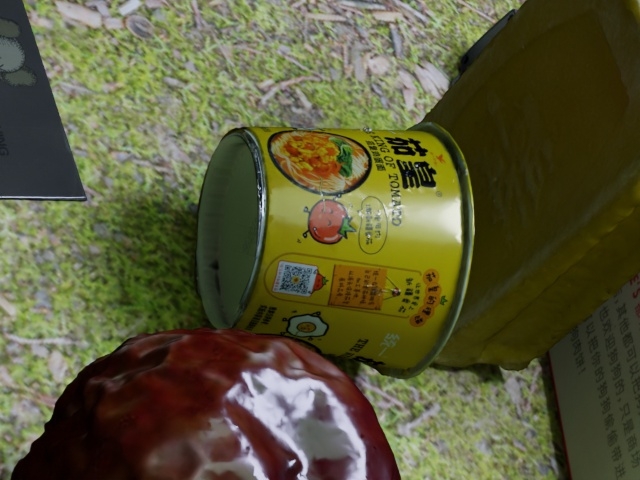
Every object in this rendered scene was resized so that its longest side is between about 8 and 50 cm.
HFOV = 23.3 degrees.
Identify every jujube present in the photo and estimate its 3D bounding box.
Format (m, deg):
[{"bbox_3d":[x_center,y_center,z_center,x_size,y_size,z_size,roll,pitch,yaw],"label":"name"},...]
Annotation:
[{"bbox_3d":[-0.072,0.149,0.832,0.213,0.232,0.213,20,50,-25],"label":"jujube"}]

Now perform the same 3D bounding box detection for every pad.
[{"bbox_3d":[-0.242,-0.107,1.071,0.127,0.004,0.190,-1,59,-38],"label":"pad"}]

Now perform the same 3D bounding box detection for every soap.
[{"bbox_3d":[0.165,-0.057,1.114,0.091,0.315,0.199,7,55,-32],"label":"soap"}]

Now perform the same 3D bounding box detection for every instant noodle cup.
[{"bbox_3d":[0.000,0.000,1.059,0.144,0.182,0.182,6,54,-22],"label":"instant noodle cup"}]

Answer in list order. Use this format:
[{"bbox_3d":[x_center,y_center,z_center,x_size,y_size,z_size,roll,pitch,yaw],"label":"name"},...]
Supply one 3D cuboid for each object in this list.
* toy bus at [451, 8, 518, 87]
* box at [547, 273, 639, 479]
[{"bbox_3d":[0.182,-0.105,1.333,0.098,0.087,0.178,22,45,-31],"label":"toy bus"},{"bbox_3d":[0.375,0.068,1.180,0.300,0.312,0.314,16,49,-25],"label":"box"}]
